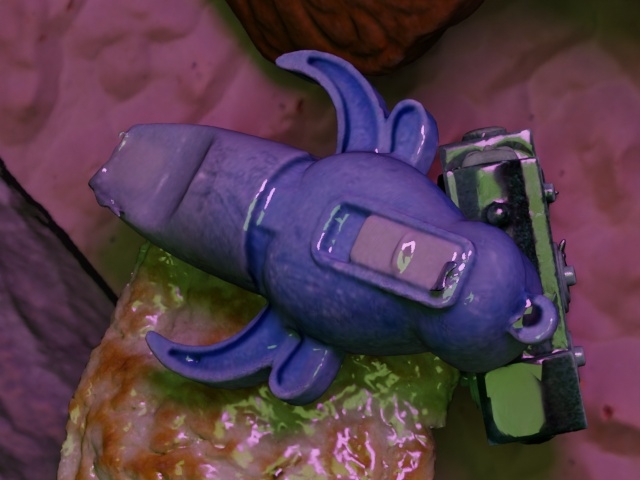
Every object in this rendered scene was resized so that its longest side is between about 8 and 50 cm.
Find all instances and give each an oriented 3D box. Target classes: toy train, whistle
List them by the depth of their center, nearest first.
[{"bbox_3d":[0.000,0.000,0.988,0.269,0.093,0.180,22,83,33],"label":"whistle"},{"bbox_3d":[0.099,0.023,1.037,0.071,0.111,0.170,-10,88,4],"label":"toy train"}]

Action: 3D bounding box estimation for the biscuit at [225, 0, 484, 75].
[{"bbox_3d":[-0.013,-0.206,0.999,0.049,0.273,0.257,-31,89,-32],"label":"biscuit"}]

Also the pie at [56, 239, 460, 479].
[{"bbox_3d":[-0.025,0.091,1.057,0.201,0.090,0.248,22,82,19],"label":"pie"}]
